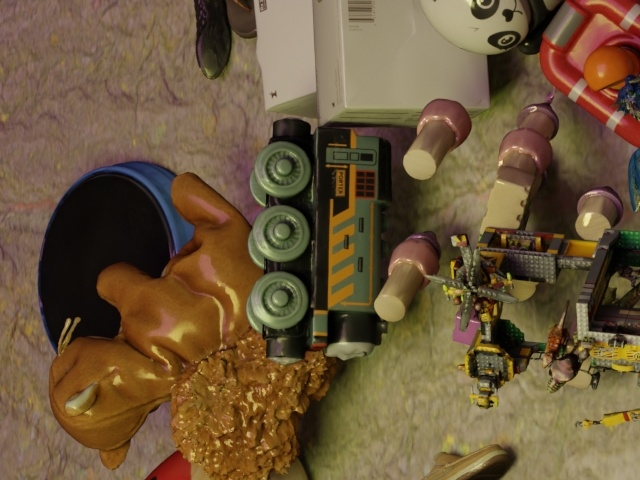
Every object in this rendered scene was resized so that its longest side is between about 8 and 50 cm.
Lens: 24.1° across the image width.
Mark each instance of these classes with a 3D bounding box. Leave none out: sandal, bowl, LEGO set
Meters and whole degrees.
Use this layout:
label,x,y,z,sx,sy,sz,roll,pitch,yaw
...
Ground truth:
label,x,y,z,sx,sy,sz,roll,pitch,yaw
sandal,-0.127,-0.424,2.353,0.090,0.060,0.219,-7,82,41
bowl,-0.334,0.062,2.495,0.391,0.077,0.391,-3,85,42
LEGO set,0.283,0.116,1.699,0.331,0.192,0.255,12,124,16

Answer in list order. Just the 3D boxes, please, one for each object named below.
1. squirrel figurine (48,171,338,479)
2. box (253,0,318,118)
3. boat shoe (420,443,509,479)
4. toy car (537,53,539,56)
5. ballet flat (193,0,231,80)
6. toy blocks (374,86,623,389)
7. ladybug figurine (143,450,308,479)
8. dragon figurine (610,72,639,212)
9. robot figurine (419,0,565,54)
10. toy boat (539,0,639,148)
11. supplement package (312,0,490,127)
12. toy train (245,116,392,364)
label,x,y,z,sx,sy,sz,roll,pitch,yaw
squirrel figurine,-0.188,0.178,2.126,0.370,0.281,0.397,-40,60,-19
box,0.010,-0.289,2.182,0.182,0.119,0.181,-14,78,41
boat shoe,0.176,0.317,2.031,0.190,0.068,0.072,-41,50,32
toy car,0.252,-0.285,2.007,0.122,0.060,0.040,52,129,32
ballet flat,-0.174,-0.341,2.409,0.049,0.058,0.173,134,134,-79
toy blocks,0.257,-0.026,1.905,0.309,0.260,0.288,18,125,12
ladybug figurine,-0.196,0.470,2.284,0.449,0.162,0.305,-51,57,27
dragon figurine,0.397,-0.076,1.678,0.085,0.144,0.289,121,160,-62
robot figurine,0.248,-0.362,1.894,0.209,0.173,0.278,42,76,6
toy boat,0.366,-0.207,1.819,0.231,0.151,0.151,40,115,16
supplement package,0.103,-0.291,2.016,0.145,0.204,0.261,152,116,-74
toy train,0.000,0.000,1.996,0.142,0.190,0.333,119,152,-78
